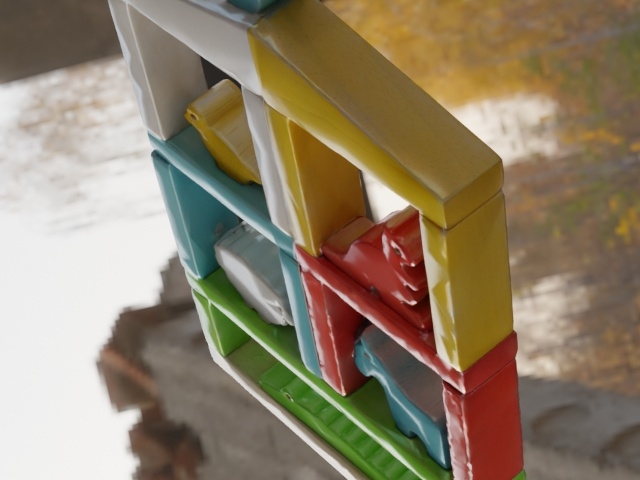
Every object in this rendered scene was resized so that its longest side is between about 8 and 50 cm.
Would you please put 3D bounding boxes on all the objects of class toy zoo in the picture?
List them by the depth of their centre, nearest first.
[{"bbox_3d":[0.000,0.000,0.696,0.192,0.030,0.293,38,154,34],"label":"toy zoo"}]
